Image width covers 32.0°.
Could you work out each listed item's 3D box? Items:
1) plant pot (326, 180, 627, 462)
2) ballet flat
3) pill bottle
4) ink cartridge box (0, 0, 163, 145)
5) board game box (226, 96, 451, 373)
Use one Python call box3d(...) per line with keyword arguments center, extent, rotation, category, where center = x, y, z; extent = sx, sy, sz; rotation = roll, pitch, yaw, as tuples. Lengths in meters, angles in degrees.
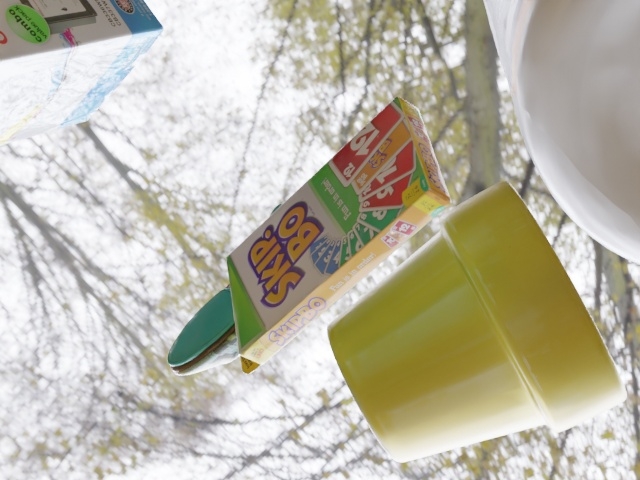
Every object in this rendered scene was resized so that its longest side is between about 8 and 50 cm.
box3d(center=(0.147, 0.103, 1.149), extent=(0.239, 0.254, 0.254), rotation=(-28, -127, 5), category="plant pot")
box3d(center=(-0.067, 0.063, 1.170), extent=(0.221, 0.079, 0.077), rotation=(-54, -146, 0), category="ballet flat")
box3d(center=(0.153, -0.113, 0.490), extent=(0.162, 0.162, 0.278), rotation=(-16, -154, 12), category="pill bottle")
box3d(center=(-0.367, -0.239, 1.271), extent=(0.197, 0.270, 0.198), rotation=(-40, -96, 36), category="ink cartridge box")
box3d(center=(0.000, 0.000, 0.979), extent=(0.259, 0.039, 0.124), rotation=(-44, -143, 28), category="board game box")
